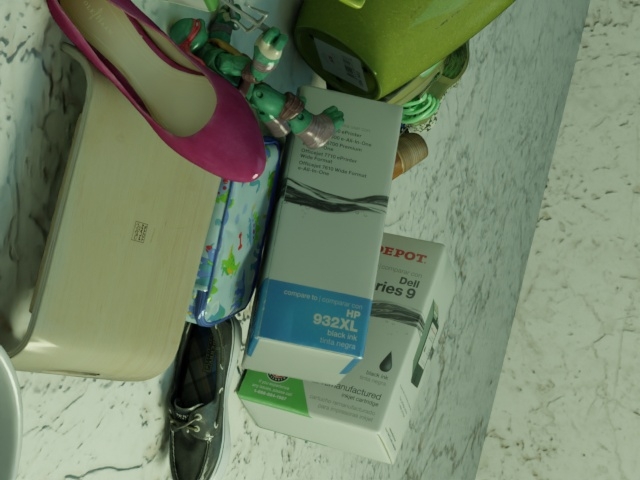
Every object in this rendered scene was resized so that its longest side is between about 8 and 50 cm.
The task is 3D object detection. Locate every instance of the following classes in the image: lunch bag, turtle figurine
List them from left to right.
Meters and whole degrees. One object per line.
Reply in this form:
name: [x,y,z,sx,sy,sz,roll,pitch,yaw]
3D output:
lunch bag: [-0.114,-0.020,1.554,0.176,0.090,0.219,-11,115,-74]
turtle figurine: [-0.084,-0.190,1.479,0.118,0.175,0.234,-44,128,5]

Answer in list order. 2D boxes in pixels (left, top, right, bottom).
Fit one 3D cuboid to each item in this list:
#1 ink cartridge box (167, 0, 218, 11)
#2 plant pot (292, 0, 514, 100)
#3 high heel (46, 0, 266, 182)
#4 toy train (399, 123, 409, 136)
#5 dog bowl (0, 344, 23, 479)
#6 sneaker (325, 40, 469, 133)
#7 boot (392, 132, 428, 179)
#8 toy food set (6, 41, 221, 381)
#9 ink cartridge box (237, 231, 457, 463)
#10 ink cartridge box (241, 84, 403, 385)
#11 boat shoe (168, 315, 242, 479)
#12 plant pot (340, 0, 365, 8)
ink cartridge box: [-0.120,-0.363,1.203,0.201,0.117,0.278,60,44,-85]
plant pot: [0.105,-0.328,1.748,0.293,0.275,0.275,-53,153,-17]
high heel: [-0.144,-0.145,1.202,0.082,0.244,0.117,-40,169,10]
toy train: [0.143,-0.201,2.224,0.158,0.027,0.036,-51,145,-50]
dog bowl: [-0.341,0.180,1.042,0.265,0.104,0.265,13,90,-71]
sneaker: [0.138,-0.224,1.966,0.410,0.158,0.182,-47,134,-52]
boot: [0.043,-0.096,1.938,0.152,0.197,0.073,-27,92,-26]
toy food set: [-0.209,-0.016,1.329,0.220,0.092,0.306,18,85,-59]
ink cartridge box: [0.041,0.131,1.897,0.121,0.211,0.289,66,41,-57]
ink cartridge box: [0.000,0.000,1.662,0.223,0.129,0.307,115,-14,-75]
boat shoe: [-0.144,0.191,1.629,0.076,0.080,0.228,14,88,-64]
plant pot: [0.025,-0.387,1.445,0.207,0.228,0.227,-21,-134,60]
